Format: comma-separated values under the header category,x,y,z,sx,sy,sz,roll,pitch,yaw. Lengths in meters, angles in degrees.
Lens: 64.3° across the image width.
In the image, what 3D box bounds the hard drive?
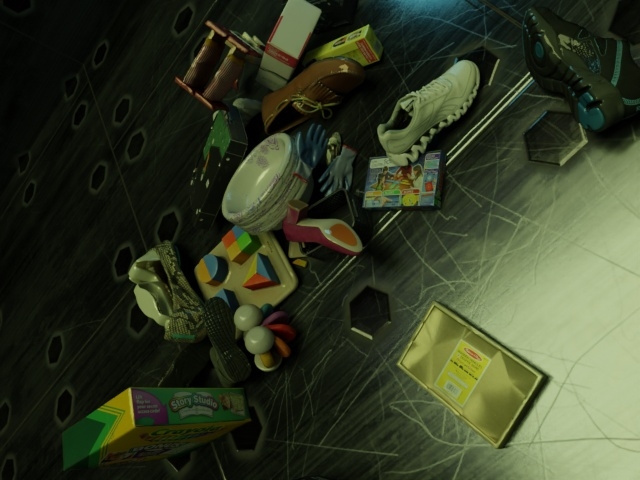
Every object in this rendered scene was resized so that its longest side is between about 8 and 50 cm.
category,x,y,z,sx,sy,sz,roll,pitch,yaw
hard drive,-0.331,-0.234,1.610,0.339,0.064,0.237,-60,34,31

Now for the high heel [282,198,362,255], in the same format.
category,x,y,z,sx,sy,sz,roll,pitch,yaw
high heel,0.000,0.000,1.243,0.244,0.082,0.117,29,132,26

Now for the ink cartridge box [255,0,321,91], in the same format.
category,x,y,z,sx,sy,sz,roll,pitch,yaw
ink cartridge box,-0.099,-0.562,1.484,0.172,0.100,0.237,-67,11,-14

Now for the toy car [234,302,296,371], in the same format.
category,x,y,z,sx,sy,sz,roll,pitch,yaw
toy car,-0.137,0.242,1.345,0.136,0.159,0.182,-27,53,-10

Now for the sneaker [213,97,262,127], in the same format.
category,x,y,z,sx,sy,sz,roll,pitch,yaw
sneaker,-0.269,-0.391,1.685,0.232,0.090,0.116,-14,74,46

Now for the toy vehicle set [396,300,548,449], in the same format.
category,x,y,z,sx,sy,sz,roll,pitch,yaw
toy vehicle set,0.295,0.263,1.032,0.266,0.035,0.166,36,100,41

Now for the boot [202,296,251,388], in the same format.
category,x,y,z,sx,sy,sz,roll,pitch,yaw
boot,-0.283,0.291,1.411,0.161,0.083,0.247,-38,72,55

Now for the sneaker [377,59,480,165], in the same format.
category,x,y,z,sx,sy,sz,roll,pitch,yaw
sneaker,0.250,-0.310,1.177,0.292,0.118,0.110,-48,42,3

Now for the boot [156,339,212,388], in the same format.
category,x,y,z,sx,sy,sz,roll,pitch,yaw
boot,-0.430,0.414,1.542,0.236,0.085,0.178,-55,4,-33

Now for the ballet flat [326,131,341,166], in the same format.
category,x,y,z,sx,sy,sz,roll,pitch,yaw
ballet flat,0.034,-0.253,1.409,0.041,0.041,0.115,-9,71,38

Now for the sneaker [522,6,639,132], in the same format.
category,x,y,z,sx,sy,sz,roll,pitch,yaw
sneaker,0.520,-0.355,1.011,0.139,0.125,0.341,-21,58,3

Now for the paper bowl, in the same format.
category,x,y,z,sx,sy,sz,roll,pitch,yaw
paper bowl,-0.132,-0.143,1.411,0.284,0.148,0.285,-33,39,31

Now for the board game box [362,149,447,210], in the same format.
category,x,y,z,sx,sy,sz,roll,pitch,yaw
board game box,0.201,-0.142,1.239,0.201,0.035,0.136,2,78,40

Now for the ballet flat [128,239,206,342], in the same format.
category,x,y,z,sx,sy,sz,roll,pitch,yaw
ballet flat,-0.498,0.140,1.599,0.483,0.181,0.164,49,123,44

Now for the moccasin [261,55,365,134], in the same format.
category,x,y,z,sx,sy,sz,roll,pitch,yaw
moccasin,-0.032,-0.400,1.444,0.379,0.139,0.147,-13,69,37

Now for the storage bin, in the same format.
category,x,y,z,sx,sy,sz,roll,pitch,yaw
storage bin,0.031,-0.038,1.316,0.180,0.084,0.122,-30,59,28

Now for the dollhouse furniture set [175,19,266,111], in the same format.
category,x,y,z,sx,sy,sz,roll,pitch,yaw
dollhouse furniture set,-0.262,-0.526,1.576,0.152,0.374,0.201,38,110,3

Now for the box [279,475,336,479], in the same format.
category,x,y,z,sx,sy,sz,roll,pitch,yaw
box,0.044,0.539,0.967,0.394,0.318,0.097,-6,73,37

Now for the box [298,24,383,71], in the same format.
category,x,y,z,sx,sy,sz,roll,pitch,yaw
box,0.056,-0.519,1.437,0.232,0.087,0.058,-8,51,36

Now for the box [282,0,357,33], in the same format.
category,x,y,z,sx,sy,sz,roll,pitch,yaw
box,0.000,-0.707,1.500,0.155,0.158,0.093,4,78,41

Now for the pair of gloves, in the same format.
category,x,y,z,sx,sy,sz,roll,pitch,yaw
pair of gloves,0.009,-0.204,1.324,0.023,0.198,0.160,-2,63,60

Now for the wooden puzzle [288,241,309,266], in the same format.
category,x,y,z,sx,sy,sz,roll,pitch,yaw
wooden puzzle,-0.055,0.015,1.418,0.078,0.014,0.117,3,79,36

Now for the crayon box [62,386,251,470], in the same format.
category,x,y,z,sx,sy,sz,roll,pitch,yaw
crayon box,-0.422,0.490,1.339,0.313,0.362,0.106,-34,58,28

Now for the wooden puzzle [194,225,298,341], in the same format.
category,x,y,z,sx,sy,sz,roll,pitch,yaw
wooden puzzle,-0.248,0.104,1.504,0.348,0.080,0.322,-45,53,20
